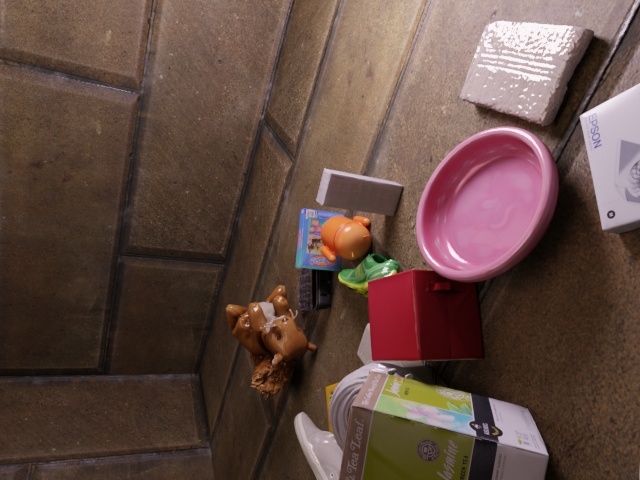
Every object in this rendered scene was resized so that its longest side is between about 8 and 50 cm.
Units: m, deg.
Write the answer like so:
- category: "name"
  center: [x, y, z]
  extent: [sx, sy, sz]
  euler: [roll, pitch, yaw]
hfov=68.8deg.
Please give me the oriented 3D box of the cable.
- category: "cable"
  center: [0.145, 0.409, 1.073]
  extent: [0.257, 0.089, 0.257]
  euler: [-21, 95, 29]

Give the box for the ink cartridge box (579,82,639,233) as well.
- category: "ink cartridge box"
  center: [0.525, -0.145, 0.712]
  extent: [0.224, 0.045, 0.223]
  euler: [-32, 55, 59]

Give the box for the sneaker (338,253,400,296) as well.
- category: "sneaker"
  center: [0.154, 0.105, 1.401]
  extent: [0.123, 0.109, 0.295]
  euler: [-64, 20, -12]

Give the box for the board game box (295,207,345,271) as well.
- category: "board game box"
  center: [0.000, 0.000, 1.657]
  extent: [0.047, 0.160, 0.210]
  euler: [175, 101, -65]

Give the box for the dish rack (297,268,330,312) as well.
- category: "dish rack"
  center: [-0.042, 0.177, 1.804]
  extent: [0.271, 0.074, 0.208]
  euler: [153, 121, -61]

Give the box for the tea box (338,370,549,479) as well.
- category: "tea box"
  center: [0.202, 0.459, 0.862]
  extent: [0.220, 0.323, 0.329]
  euler: [-5, -75, -76]

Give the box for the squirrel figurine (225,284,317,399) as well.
- category: "squirrel figurine"
  center: [-0.170, 0.418, 1.872]
  extent: [0.370, 0.281, 0.397]
  euler: [17, 113, 54]

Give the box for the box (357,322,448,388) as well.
- category: "box"
  center: [0.204, 0.334, 1.219]
  extent: [0.275, 0.094, 0.113]
  euler: [50, 129, 57]

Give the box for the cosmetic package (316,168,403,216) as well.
- category: "cosmetic package"
  center: [0.114, -0.138, 1.354]
  extent: [0.060, 0.239, 0.099]
  euler: [-131, 53, -58]

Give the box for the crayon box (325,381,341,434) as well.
- category: "crayon box"
  center: [0.105, 0.523, 1.394]
  extent: [0.323, 0.083, 0.203]
  euler: [136, 135, -54]

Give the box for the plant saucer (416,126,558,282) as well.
- category: "plant saucer"
  center: [0.344, -0.068, 0.973]
  extent: [0.332, 0.084, 0.332]
  euler: [-36, 42, 43]

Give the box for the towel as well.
- category: "towel"
  center: [0.420, -0.360, 0.991]
  extent: [0.282, 0.049, 0.187]
  euler: [52, 131, 55]

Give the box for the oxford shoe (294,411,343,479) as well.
- category: "oxford shoe"
  center: [0.047, 0.616, 1.285]
  extent: [0.130, 0.169, 0.449]
  euler: [-38, 24, -9]

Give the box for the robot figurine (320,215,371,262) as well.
- category: "robot figurine"
  center: [0.081, -0.007, 1.524]
  extent: [0.219, 0.158, 0.128]
  euler: [-149, 52, -63]

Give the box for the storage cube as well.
- category: "storage cube"
  center: [0.236, 0.180, 1.084]
  extent: [0.215, 0.184, 0.193]
  euler: [-28, 61, 60]
